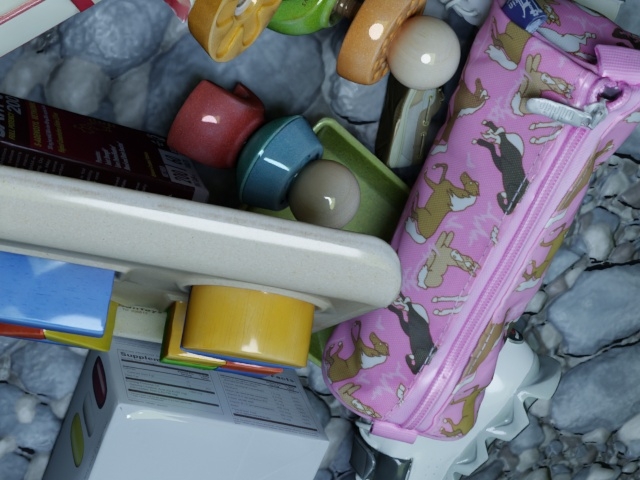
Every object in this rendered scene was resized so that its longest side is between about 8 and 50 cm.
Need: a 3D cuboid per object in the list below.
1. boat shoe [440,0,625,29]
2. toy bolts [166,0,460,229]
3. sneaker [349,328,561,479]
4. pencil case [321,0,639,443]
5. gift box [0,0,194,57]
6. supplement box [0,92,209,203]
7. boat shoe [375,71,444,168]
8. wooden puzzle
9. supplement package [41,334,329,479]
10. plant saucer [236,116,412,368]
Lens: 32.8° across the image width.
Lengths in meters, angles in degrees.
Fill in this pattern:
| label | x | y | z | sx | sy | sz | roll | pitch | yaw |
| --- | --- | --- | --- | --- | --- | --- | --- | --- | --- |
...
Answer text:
| label | x | y | z | sx | sy | sz | roll | pitch | yaw |
| --- | --- | --- | --- | --- | --- | --- | --- | --- | --- |
| boat shoe | 0.143 | -0.225 | 0.927 | 0.267 | 0.096 | 0.088 | 9 | 107 | -30 |
| toy bolts | -0.009 | -0.116 | 0.852 | 0.158 | 0.218 | 0.229 | 35 | 111 | 12 |
| sneaker | 0.080 | 0.202 | 1.111 | 0.146 | 0.122 | 0.330 | 37 | 102 | -10 |
| pencil case | 0.137 | -0.011 | 0.909 | 0.167 | 0.160 | 0.386 | -12 | 134 | -53 |
| gift box | -0.207 | -0.255 | 0.680 | 0.255 | 0.258 | 0.276 | -25 | 82 | 0 |
| supplement box | -0.221 | -0.059 | 0.871 | 0.239 | 0.130 | 0.073 | 13 | 109 | -23 |
| boat shoe | 0.086 | -0.127 | 0.981 | 0.045 | 0.050 | 0.135 | 2 | 124 | -21 |
| wooden puzzle | -0.137 | 0.050 | 0.829 | 0.322 | 0.348 | 0.081 | 11 | 74 | -11 |
| supplement package | -0.146 | 0.240 | 1.029 | 0.204 | 0.145 | 0.262 | 15 | 109 | -23 |
| plant saucer | 0.000 | 0.000 | 1.015 | 0.188 | 0.045 | 0.188 | -46 | 119 | 8 |
